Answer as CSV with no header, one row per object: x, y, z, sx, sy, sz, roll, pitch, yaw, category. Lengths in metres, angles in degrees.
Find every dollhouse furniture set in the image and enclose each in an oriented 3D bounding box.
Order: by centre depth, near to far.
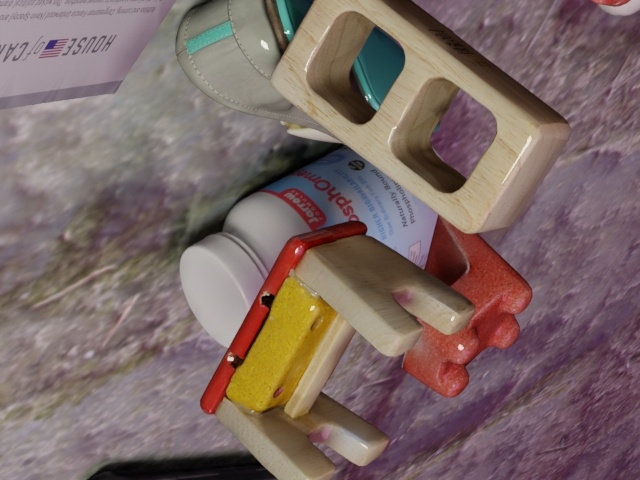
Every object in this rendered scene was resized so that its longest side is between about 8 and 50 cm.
0.072,-0.086,0.686,0.201,0.152,0.374,-13,138,-58,dollhouse furniture set

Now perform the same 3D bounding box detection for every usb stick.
-0.101,0.201,1.102,0.077,0.045,0.278,-56,155,11,usb stick

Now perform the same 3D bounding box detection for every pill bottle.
0.000,0.000,0.859,0.160,0.087,0.087,-29,154,-32,pill bottle

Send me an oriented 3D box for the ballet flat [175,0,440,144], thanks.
-0.006,-0.084,0.752,0.068,0.072,0.213,-22,164,21,ballet flat

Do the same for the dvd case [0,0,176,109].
-0.064,-0.145,0.527,0.238,0.029,0.179,-52,169,21,dvd case

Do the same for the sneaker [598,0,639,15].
0.267,-0.212,0.922,0.212,0.094,0.080,-47,159,9,sneaker
